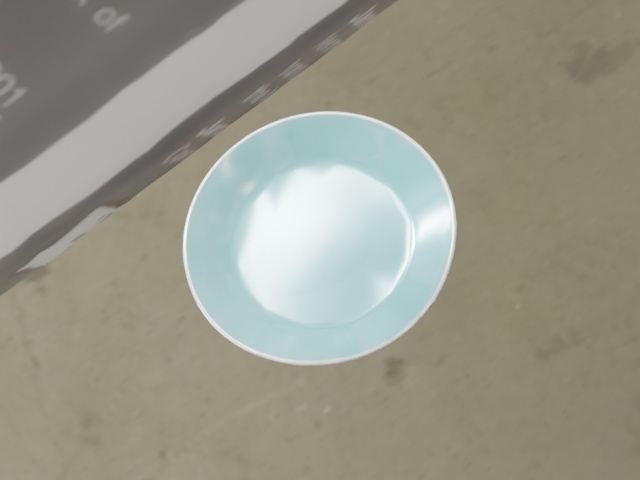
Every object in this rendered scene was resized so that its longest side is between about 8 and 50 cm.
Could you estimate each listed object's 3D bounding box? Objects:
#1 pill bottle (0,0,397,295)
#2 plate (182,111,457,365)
[{"bbox_3d":[-0.018,-0.150,0.374,0.361,0.204,0.204,-36,86,7],"label":"pill bottle"},{"bbox_3d":[0.000,0.000,1.214,0.188,0.024,0.188,-3,66,8],"label":"plate"}]
